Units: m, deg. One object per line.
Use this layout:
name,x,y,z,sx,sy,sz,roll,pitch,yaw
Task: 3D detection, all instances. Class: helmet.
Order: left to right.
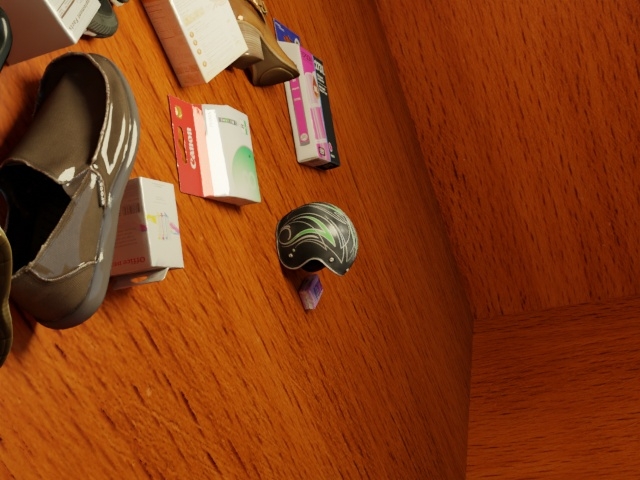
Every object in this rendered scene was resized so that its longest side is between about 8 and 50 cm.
helmet,0.000,0.000,1.697,0.169,0.161,0.169,-12,90,-70

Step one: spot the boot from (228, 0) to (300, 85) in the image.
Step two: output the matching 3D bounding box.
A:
boot,-0.143,-0.460,1.683,0.283,0.109,0.220,5,71,-62

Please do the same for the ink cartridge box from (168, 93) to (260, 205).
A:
ink cartridge box,-0.190,-0.165,1.433,0.224,0.056,0.181,14,66,-70

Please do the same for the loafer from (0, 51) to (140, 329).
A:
loafer,-0.308,-0.084,0.934,0.130,0.133,0.366,43,40,-59

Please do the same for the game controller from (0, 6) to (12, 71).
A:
game controller,-0.407,-0.150,0.736,0.166,0.067,0.319,32,45,-31

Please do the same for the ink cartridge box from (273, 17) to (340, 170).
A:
ink cartridge box,-0.033,-0.369,1.973,0.175,0.069,0.371,4,73,-70

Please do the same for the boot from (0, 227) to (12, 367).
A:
boot,-0.361,0.031,0.784,0.077,0.213,0.165,-1,37,-33

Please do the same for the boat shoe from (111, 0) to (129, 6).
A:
boat shoe,-0.317,-0.484,1.223,0.084,0.079,0.233,24,58,-68

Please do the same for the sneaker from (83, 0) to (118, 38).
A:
sneaker,-0.333,-0.368,1.066,0.234,0.106,0.078,52,34,-52

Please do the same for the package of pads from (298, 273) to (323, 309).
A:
package of pads,-0.021,0.116,1.769,0.083,0.032,0.050,-62,139,-61

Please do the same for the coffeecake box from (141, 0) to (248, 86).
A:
coffeecake box,-0.223,-0.391,1.387,0.142,0.068,0.185,-51,130,-42

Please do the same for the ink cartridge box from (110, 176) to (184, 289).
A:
ink cartridge box,-0.258,-0.006,1.094,0.090,0.092,0.143,7,74,-70

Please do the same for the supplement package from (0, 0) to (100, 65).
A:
supplement package,-0.370,-0.322,0.942,0.105,0.105,0.179,-81,153,-44
